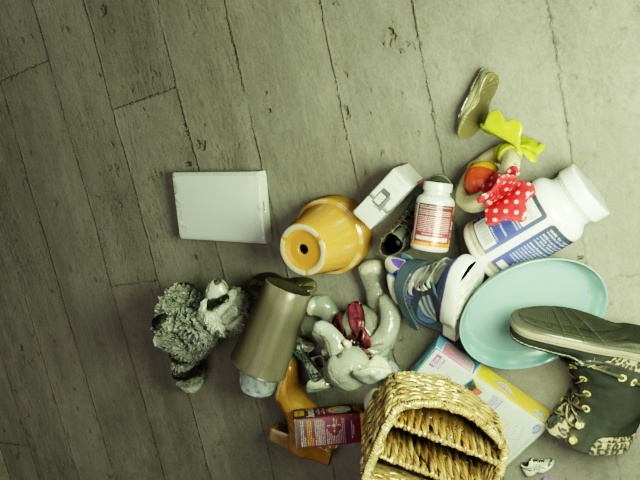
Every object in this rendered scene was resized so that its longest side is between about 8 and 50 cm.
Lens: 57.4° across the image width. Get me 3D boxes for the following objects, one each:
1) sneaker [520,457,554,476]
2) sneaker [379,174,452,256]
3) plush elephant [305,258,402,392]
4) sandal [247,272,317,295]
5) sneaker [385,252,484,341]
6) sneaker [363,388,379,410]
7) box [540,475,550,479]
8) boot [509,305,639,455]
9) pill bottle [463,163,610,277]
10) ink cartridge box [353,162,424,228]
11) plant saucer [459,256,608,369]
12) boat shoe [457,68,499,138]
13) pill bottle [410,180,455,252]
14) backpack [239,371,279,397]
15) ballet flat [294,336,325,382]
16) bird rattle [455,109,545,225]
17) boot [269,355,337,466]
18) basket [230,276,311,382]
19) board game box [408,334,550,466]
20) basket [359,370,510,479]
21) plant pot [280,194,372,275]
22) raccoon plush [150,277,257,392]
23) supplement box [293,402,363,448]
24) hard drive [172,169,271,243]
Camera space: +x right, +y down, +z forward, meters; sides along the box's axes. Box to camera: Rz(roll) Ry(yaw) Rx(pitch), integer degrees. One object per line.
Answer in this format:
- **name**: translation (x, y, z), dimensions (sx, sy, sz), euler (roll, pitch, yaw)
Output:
- **sneaker**: translation (0.524, 0.543, 1.416), dimensions (0.083, 0.032, 0.037), euler (-38, 84, 30)
- **sneaker**: translation (0.227, -0.050, 1.369), dimensions (0.083, 0.118, 0.222), euler (37, 118, 15)
- **plush elephant**: translation (0.072, 0.259, 1.457), dimensions (0.272, 0.255, 0.330), euler (-27, 89, 31)
- **sandal**: translation (-0.108, 0.139, 1.638), dimensions (0.219, 0.090, 0.060), euler (0, 125, 22)
- **sneaker**: translation (0.232, 0.091, 1.324), dimensions (0.236, 0.130, 0.323), euler (33, 160, 27)
- **sneaker**: translation (0.158, 0.519, 1.546), dimensions (0.123, 0.106, 0.290), euler (-13, 111, 36)
- **box**: translation (0.598, 0.744, 1.415), dimensions (0.293, 0.057, 0.201), euler (40, 119, 14)
- **boot**: translation (0.547, 0.298, 1.229), dimensions (0.377, 0.138, 0.284), euler (10, 116, -7)
- **pill bottle**: translation (0.450, -0.037, 1.230), dimensions (0.264, 0.153, 0.153), euler (-36, 85, 31)
- **ink cartridge box**: translation (0.163, -0.107, 1.394), dimensions (0.063, 0.109, 0.150), euler (47, 120, 7)
- **plant saucer**: translation (0.451, 0.154, 1.259), dimensions (0.317, 0.044, 0.317), euler (-3, 125, -5)
- **boat shoe**: translation (0.340, -0.300, 1.286), dimensions (0.056, 0.048, 0.153), euler (6, 118, -20)
- **pill bottle**: translation (0.251, -0.053, 1.298), dimensions (0.086, 0.086, 0.152), euler (11, 98, 26)
- **backpack**: translation (-0.170, 0.360, 1.697), dimensions (0.152, 0.115, 0.182), euler (9, 103, 29)
- **ballet flat**: translation (-0.029, 0.329, 1.654), dimensions (0.070, 0.070, 0.188), euler (-34, 88, 31)
- **bird rattle**: translation (0.368, -0.128, 1.224), dimensions (0.143, 0.253, 0.207), euler (25, 153, -18)
- **boot**: translation (-0.025, 0.491, 1.679), dimensions (0.211, 0.104, 0.295), euler (14, 106, 14)
- **basket**: translation (-0.123, 0.222, 1.519), dimensions (0.154, 0.204, 0.227), euler (20, 96, -8)
- **board game box**: translation (0.350, 0.413, 1.425), dimensions (0.316, 0.064, 0.242), euler (35, 118, 4)
- **basket**: translation (0.256, 0.448, 1.272), dimensions (0.299, 0.223, 0.213), euler (25, 119, -8)
- **plant pot**: translation (0.000, 0.000, 1.466), dimensions (0.205, 0.188, 0.205), euler (8, 107, 27)
- **raccoon plush**: translation (-0.303, 0.290, 1.760), dimensions (0.299, 0.216, 0.446), euler (6, 136, 15)
- **supplement box**: translation (0.022, 0.501, 1.585), dimensions (0.188, 0.104, 0.081), euler (-4, 89, -4)
- **hard drive**: translation (-0.286, -0.099, 1.684), dimensions (0.307, 0.040, 0.203), euler (3, 105, 28)
